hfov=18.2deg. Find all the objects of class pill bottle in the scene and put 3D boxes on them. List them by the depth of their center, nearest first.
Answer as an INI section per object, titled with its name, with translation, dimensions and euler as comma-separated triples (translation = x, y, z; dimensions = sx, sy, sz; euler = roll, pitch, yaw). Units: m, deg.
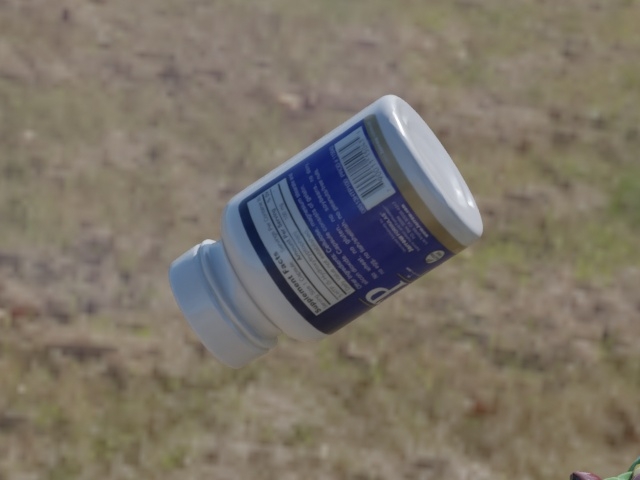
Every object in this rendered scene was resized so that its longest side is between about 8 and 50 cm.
[pill bottle]
translation = 0.000, 0.000, 1.292
dimensions = 0.186, 0.112, 0.112
euler = -33, 12, 14

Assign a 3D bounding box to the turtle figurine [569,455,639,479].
[turtle figurine]
translation = 0.183, 0.234, 1.182
dimensions = 0.274, 0.198, 0.266
euler = -21, 11, 0
